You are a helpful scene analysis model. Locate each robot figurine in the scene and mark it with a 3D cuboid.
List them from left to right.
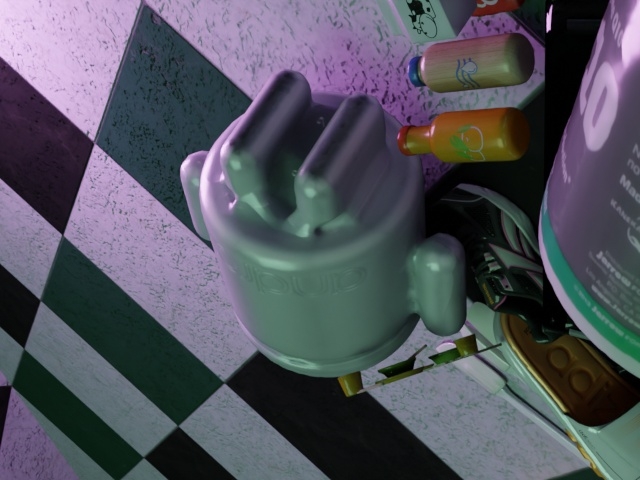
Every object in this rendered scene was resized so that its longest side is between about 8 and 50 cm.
[{"bbox_3d":[0.000,0.000,1.045,0.300,0.200,0.353,24,152,22],"label":"robot figurine"}]

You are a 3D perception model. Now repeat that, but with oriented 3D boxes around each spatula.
[{"bbox_3d":[0.241,0.165,1.178,0.242,0.019,0.168,38,151,7],"label":"spatula"}]

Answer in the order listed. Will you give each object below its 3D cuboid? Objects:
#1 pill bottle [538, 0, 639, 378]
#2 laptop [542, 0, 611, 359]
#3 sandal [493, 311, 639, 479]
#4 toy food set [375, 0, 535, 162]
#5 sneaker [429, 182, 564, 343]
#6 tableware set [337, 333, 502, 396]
[{"bbox_3d":[0.234,-0.095,0.493,0.204,0.204,0.361,32,145,19],"label":"pill bottle"},{"bbox_3d":[0.379,0.023,0.782,0.382,0.236,0.408,14,113,48],"label":"laptop"},{"bbox_3d":[0.272,0.149,1.031,0.265,0.102,0.076,44,154,1],"label":"sandal"},{"bbox_3d":[0.079,-0.170,0.806,0.104,0.111,0.232,-1,134,40],"label":"toy food set"},{"bbox_3d":[0.169,0.023,1.010,0.178,0.077,0.072,39,150,9],"label":"sneaker"},{"bbox_3d":[0.088,0.116,1.044,0.104,0.154,0.024,-33,74,59],"label":"tableware set"}]
